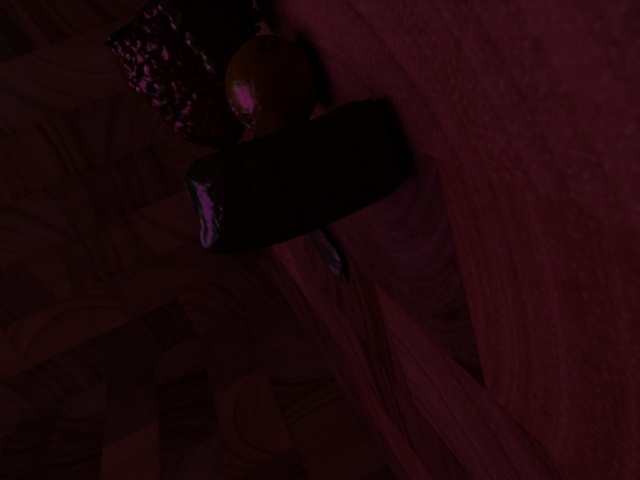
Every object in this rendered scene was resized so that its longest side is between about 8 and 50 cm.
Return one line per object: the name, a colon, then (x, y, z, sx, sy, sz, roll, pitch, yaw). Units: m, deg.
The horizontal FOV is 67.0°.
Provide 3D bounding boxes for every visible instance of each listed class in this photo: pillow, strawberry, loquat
pillow: (0.001, 0.000, 1.148, 0.217, 0.033, 0.130, 59, 165, 31)
strawberry: (-0.274, -0.392, 1.104, 0.343, 0.292, 0.292, 43, 176, -16)
loquat: (-0.071, -0.221, 0.699, 0.141, 0.141, 0.141, 61, 169, 20)

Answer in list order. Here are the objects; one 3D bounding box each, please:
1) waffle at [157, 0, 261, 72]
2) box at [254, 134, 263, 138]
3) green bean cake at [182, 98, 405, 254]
waffle: (-0.172, -0.383, 0.743, 0.054, 0.214, 0.208, -3, 133, 31)
box: (-0.087, -0.185, 1.066, 0.152, 0.070, 0.237, 64, 172, 7)
green bean cake: (-0.045, -0.075, 0.593, 0.125, 0.248, 0.222, 67, 166, -12)
